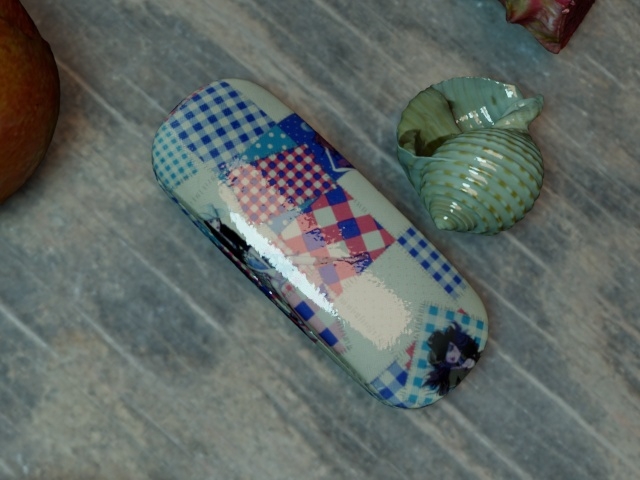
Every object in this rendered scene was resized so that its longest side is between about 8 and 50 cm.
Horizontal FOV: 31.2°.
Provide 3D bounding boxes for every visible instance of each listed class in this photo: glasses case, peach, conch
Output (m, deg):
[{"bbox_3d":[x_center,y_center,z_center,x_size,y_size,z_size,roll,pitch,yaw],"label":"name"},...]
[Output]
[{"bbox_3d":[0.000,0.000,0.953,0.327,0.076,0.125,45,72,2],"label":"glasses case"},{"bbox_3d":[-0.313,-0.116,0.863,0.231,0.231,0.231,2,76,-9],"label":"peach"},{"bbox_3d":[0.126,-0.068,0.980,0.135,0.102,0.153,27,40,9],"label":"conch"}]

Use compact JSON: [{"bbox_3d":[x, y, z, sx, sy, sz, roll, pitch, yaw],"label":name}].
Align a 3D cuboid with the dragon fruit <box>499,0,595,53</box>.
[{"bbox_3d":[0.196,-0.289,1.045,0.161,0.126,0.274,29,63,9],"label":"dragon fruit"}]
